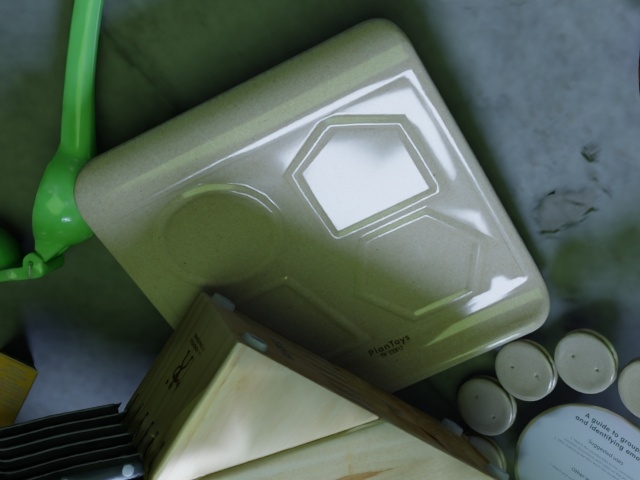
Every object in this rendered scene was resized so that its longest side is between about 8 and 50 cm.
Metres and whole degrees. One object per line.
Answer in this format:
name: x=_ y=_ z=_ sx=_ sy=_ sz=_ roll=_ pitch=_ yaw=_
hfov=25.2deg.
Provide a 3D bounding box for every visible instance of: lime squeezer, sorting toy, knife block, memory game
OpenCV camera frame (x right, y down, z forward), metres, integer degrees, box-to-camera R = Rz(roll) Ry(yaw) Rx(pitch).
lime squeezer: x=-0.184 y=-0.018 z=0.777 sx=0.110 sy=0.059 sz=0.310 roll=41 pitch=110 yaw=-15
sorting toy: x=0.000 y=0.000 z=0.773 sx=0.193 sy=0.038 sz=0.208 roll=-25 pitch=122 yaw=12
knife block: x=-0.062 y=0.165 z=0.755 sx=0.276 sy=0.088 sz=0.242 roll=30 pitch=95 yaw=-23
memory game: x=0.154 y=0.135 z=0.806 sx=0.186 sy=0.012 sz=0.186 roll=15 pitch=117 yaw=31

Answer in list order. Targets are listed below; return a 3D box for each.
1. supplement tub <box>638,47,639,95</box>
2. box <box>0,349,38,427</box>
supplement tub: x=0.259 y=-0.094 z=0.693 sx=0.190 sy=0.117 sz=0.117 roll=8 pitch=114 yaw=-1
box: x=-0.198 y=0.128 z=0.797 sx=0.028 sy=0.081 sz=0.136 roll=25 pitch=82 yaw=-10
